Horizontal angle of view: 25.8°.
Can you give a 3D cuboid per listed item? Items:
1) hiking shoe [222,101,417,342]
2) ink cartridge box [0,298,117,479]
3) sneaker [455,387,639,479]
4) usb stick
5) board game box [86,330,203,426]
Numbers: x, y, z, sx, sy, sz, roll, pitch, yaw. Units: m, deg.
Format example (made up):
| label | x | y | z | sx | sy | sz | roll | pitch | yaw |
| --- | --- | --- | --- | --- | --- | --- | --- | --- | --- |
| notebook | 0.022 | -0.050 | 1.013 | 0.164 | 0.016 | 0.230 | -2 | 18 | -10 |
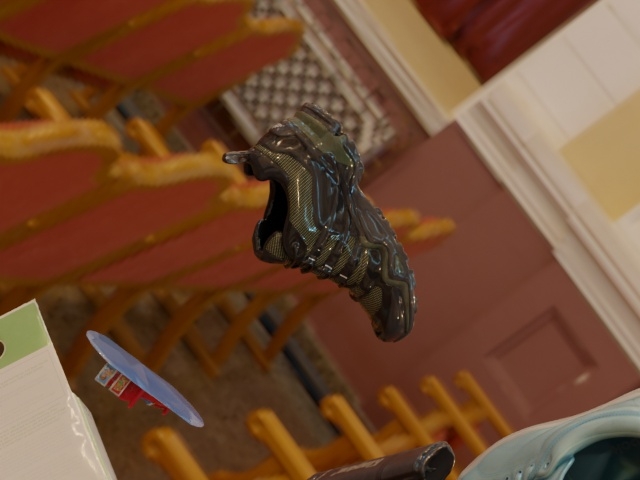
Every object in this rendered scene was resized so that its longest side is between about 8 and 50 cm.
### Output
| label | x | y | z | sx | sy | sz | roll | pitch | yaw |
| --- | --- | --- | --- | --- | --- | --- | --- | --- | --- |
| hiking shoe | 0.000 | 0.000 | 1.199 | 0.227 | 0.114 | 0.086 | 64 | -9 | -17 |
| ink cartridge box | -0.304 | 0.193 | 1.345 | 0.235 | 0.171 | 0.056 | 61 | -3 | 36 |
| sneaker | 0.253 | 0.268 | 1.542 | 0.135 | 0.366 | 0.150 | 58 | 29 | 10 |
| usb stick | 0.061 | 0.297 | 1.733 | 0.077 | 0.278 | 0.045 | -41 | 99 | -38 |
| board game box | -0.207 | 0.167 | 1.580 | 0.169 | 0.033 | 0.133 | 40 | 0 | -17 |
